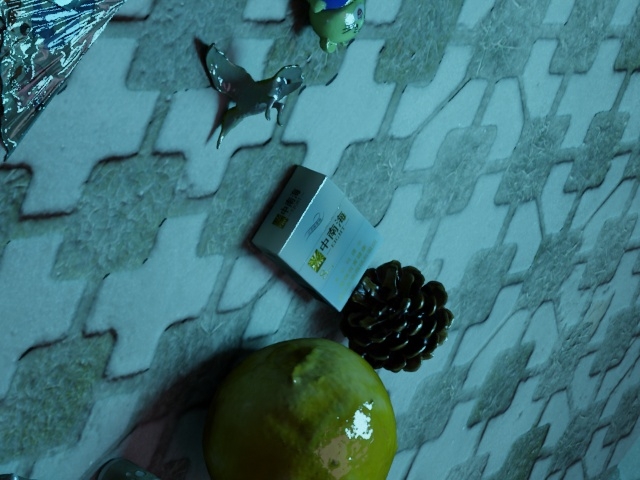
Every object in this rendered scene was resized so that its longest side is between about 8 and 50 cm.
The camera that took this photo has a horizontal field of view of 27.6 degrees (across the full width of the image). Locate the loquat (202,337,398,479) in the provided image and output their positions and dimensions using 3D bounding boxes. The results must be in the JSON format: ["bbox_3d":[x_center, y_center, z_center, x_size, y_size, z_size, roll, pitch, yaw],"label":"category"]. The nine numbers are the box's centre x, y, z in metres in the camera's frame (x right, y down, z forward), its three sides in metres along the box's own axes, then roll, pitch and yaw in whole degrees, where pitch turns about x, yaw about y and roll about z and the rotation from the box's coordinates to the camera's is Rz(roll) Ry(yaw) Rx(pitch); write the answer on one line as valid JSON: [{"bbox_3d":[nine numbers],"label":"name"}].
[{"bbox_3d":[-0.031,0.316,2.092,0.328,0.328,0.329,-30,132,-39],"label":"loquat"}]

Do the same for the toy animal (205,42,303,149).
[{"bbox_3d":[-0.097,-0.196,1.885,0.219,0.095,0.155,27,84,-54],"label":"toy animal"}]

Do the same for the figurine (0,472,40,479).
[{"bbox_3d":[-0.386,0.440,1.788,0.248,0.203,0.380,-45,146,13],"label":"figurine"}]

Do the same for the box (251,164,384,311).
[{"bbox_3d":[0.000,0.000,2.149,0.155,0.067,0.243,-60,145,-9],"label":"box"}]

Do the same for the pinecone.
[{"bbox_3d":[0.127,0.125,2.277,0.207,0.207,0.208,-30,132,-39],"label":"pinecone"}]

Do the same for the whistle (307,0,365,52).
[{"bbox_3d":[0.016,-0.381,1.926,0.105,0.085,0.227,-52,143,-33],"label":"whistle"}]

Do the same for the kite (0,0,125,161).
[{"bbox_3d":[-0.352,-0.288,1.569,0.368,0.014,0.406,-23,127,-44],"label":"kite"}]

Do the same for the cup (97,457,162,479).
[{"bbox_3d":[-0.276,0.376,1.993,0.102,0.099,0.074,-20,126,-46],"label":"cup"}]
